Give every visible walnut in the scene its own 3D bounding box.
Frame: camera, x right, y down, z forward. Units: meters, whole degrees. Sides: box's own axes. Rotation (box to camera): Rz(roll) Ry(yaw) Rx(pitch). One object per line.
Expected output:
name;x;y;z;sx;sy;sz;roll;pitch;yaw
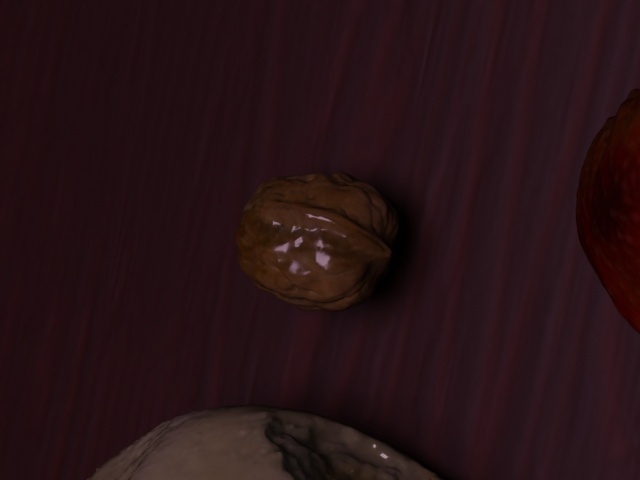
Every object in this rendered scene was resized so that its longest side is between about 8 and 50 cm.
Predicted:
walnut;0.000;0.000;1.060;0.096;0.082;0.079;10;65;35

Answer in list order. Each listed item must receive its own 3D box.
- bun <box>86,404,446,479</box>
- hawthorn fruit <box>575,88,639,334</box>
bun;-0.045;0.269;1.000;0.364;0.202;0.364;-2;87;35
hawthorn fruit;0.221;-0.010;0.864;0.200;0.179;0.179;41;110;11
